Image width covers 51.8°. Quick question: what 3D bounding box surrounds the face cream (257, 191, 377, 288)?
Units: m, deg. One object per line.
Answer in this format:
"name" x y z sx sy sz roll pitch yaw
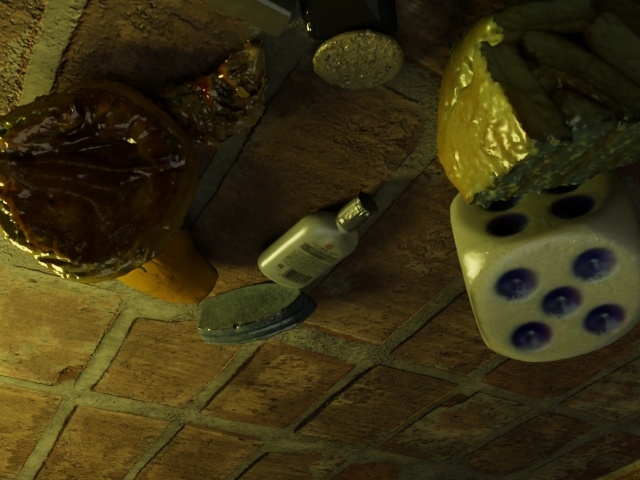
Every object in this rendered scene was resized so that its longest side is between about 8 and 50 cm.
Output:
"face cream" 0.000 0.000 1.375 0.144 0.071 0.291 25 133 -31

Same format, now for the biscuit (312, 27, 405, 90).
"biscuit" 0.062 -0.287 1.055 0.152 0.020 0.152 -1 160 0

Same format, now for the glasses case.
"glasses case" -0.131 -0.367 0.964 0.190 0.042 0.072 20 143 -25

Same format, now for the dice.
"dice" 0.427 0.028 1.243 0.304 0.277 0.304 -15 125 16

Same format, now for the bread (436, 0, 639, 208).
"bread" 0.372 -0.233 0.986 0.395 0.264 0.239 -16 161 -13

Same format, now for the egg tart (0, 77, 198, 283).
"egg tart" -0.376 -0.091 1.107 0.351 0.339 0.153 -32 178 0

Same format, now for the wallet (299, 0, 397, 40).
"wallet" 0.032 -0.393 0.942 0.149 0.044 0.250 -4 140 6

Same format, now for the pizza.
"pizza" -0.161 -0.228 1.102 0.226 0.069 0.147 -21 134 20

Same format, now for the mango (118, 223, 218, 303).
"mango" -0.342 0.022 1.325 0.187 0.144 0.359 -11 142 13

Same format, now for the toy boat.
"toy boat" -0.149 0.166 1.518 0.283 0.127 0.078 -14 132 15
